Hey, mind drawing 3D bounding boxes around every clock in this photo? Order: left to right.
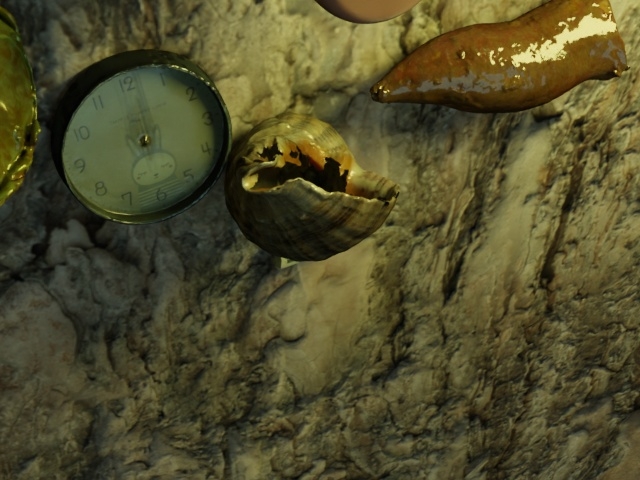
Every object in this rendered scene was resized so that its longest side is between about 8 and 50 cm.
[{"bbox_3d":[-0.207,-0.118,1.453,0.214,0.042,0.215,-12,124,-19],"label":"clock"}]

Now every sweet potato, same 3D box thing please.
[{"bbox_3d":[0.220,-0.217,1.570,0.336,0.131,0.131,-20,138,-10],"label":"sweet potato"}]

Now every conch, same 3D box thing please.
[{"bbox_3d":[-0.030,-0.048,1.491,0.159,0.210,0.291,-59,172,21],"label":"conch"}]

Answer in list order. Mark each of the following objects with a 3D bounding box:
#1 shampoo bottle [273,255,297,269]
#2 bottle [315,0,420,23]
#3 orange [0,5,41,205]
[{"bbox_3d":[0.000,0.000,1.729,0.141,0.034,0.049,-17,131,-15],"label":"shampoo bottle"},{"bbox_3d":[0.024,-0.339,1.202,0.206,0.297,0.173,-5,132,-25],"label":"bottle"},{"bbox_3d":[-0.422,-0.156,1.168,0.196,0.263,0.334,-9,154,16],"label":"orange"}]
